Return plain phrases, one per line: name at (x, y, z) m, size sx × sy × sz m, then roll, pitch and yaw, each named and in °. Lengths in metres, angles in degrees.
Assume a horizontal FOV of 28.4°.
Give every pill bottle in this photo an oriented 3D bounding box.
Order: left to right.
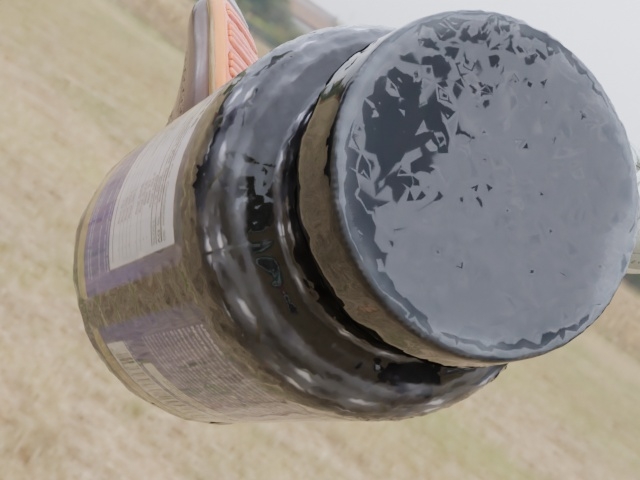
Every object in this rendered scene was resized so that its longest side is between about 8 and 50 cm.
pill bottle at (0.000, 0.000, 0.422) m, size 0.123 × 0.123 × 0.219 m, roll 31°, pitch -19°, yaw -18°

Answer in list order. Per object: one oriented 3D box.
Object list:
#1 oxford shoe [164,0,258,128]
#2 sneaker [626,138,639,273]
oxford shoe at (-0.124, -0.072, 1.166) m, size 0.133 × 0.363 × 0.130 m, roll -7°, pitch -25°, yaw 17°
sneaker at (0.176, -0.061, 0.896) m, size 0.262 × 0.099 × 0.121 m, roll 31°, pitch -13°, yaw -10°
